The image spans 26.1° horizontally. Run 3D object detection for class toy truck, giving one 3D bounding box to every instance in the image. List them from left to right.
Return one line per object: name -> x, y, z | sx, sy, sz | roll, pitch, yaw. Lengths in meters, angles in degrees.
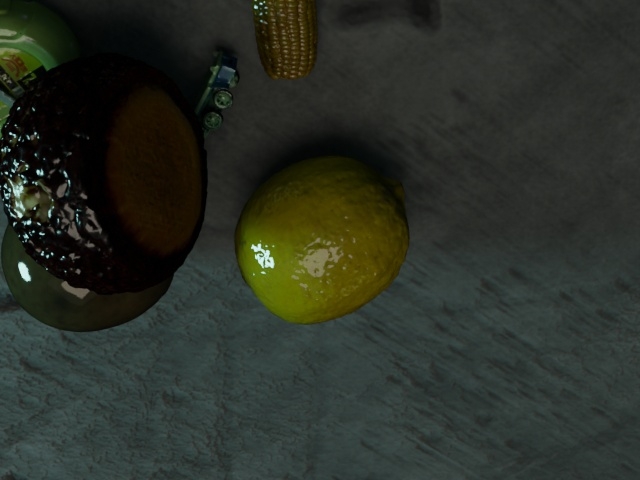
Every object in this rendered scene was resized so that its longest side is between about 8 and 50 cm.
toy truck -> -0.149, -0.128, 1.461 | 0.081, 0.067, 0.175 | 24, 122, -13

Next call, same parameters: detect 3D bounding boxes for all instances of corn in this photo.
corn -> -0.038, -0.250, 1.372 | 0.068, 0.068, 0.207 | -3, 131, 0

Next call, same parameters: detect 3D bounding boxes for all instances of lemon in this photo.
lemon -> 0.003, -0.001, 1.499 | 0.193, 0.180, 0.180 | -13, 127, -4

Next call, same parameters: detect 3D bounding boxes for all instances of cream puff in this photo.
cream puff -> -0.216, -0.061, 1.345 | 0.165, 0.239, 0.239 | -3, 131, 27

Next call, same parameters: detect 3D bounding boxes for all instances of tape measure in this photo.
tape measure -> -0.317, -0.171, 1.406 | 0.154, 0.087, 0.177 | -34, 123, 18

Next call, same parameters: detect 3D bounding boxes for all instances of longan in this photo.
longan -> -0.253, 0.020, 1.505 | 0.187, 0.167, 0.167 | 0, 128, 11
